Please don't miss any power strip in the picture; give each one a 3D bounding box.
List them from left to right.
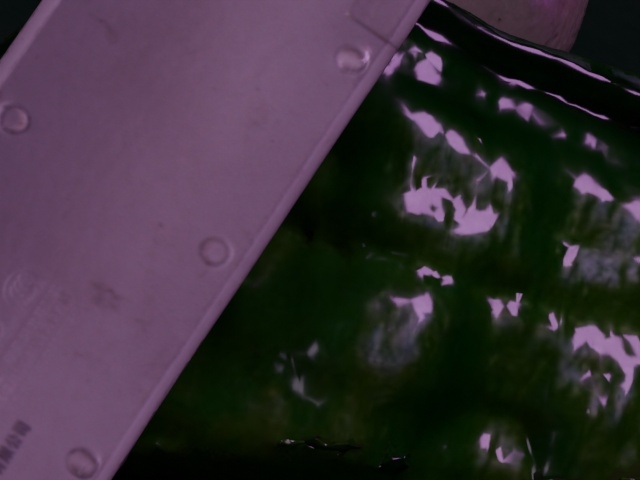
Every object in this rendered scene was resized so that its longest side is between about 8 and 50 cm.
[{"bbox_3d":[-0.078,-0.001,0.533,0.106,0.043,0.367,35,85,-7],"label":"power strip"}]

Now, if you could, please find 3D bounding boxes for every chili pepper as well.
[{"bbox_3d":[-0.001,-0.004,0.648,0.385,0.167,0.213,10,82,-12],"label":"chili pepper"}]

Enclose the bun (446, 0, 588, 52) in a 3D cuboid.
[{"bbox_3d":[0.026,-0.196,0.831,0.283,0.179,0.283,21,32,-14],"label":"bun"}]
